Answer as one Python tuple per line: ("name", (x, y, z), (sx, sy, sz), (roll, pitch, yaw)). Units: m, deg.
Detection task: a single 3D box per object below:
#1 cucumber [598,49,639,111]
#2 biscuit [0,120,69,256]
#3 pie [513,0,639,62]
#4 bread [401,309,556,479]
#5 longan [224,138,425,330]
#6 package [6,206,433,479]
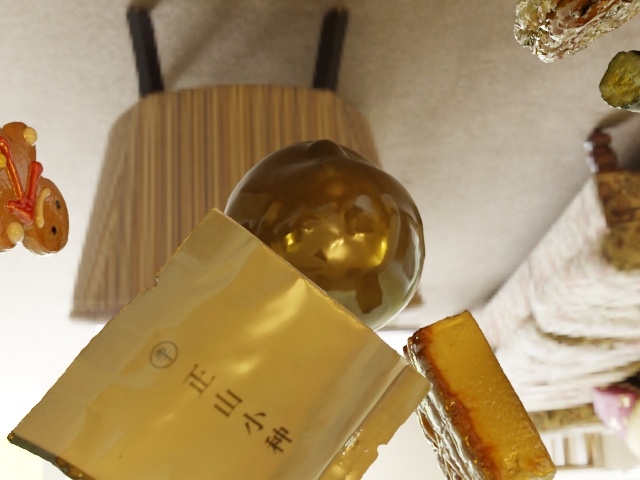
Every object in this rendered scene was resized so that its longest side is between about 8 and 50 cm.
("cucumber", (0.464, -0.166, 1.350), (0.300, 0.072, 0.072), (7, 159, -23))
("biscuit", (-0.425, -0.087, 1.571), (0.049, 0.205, 0.324), (-8, 143, 17))
("pie", (0.340, -0.302, 1.305), (0.308, 0.085, 0.308), (-30, 173, -4))
("bread", (0.208, 0.256, 1.643), (0.114, 0.275, 0.185), (-14, 150, -18))
("longan", (0.000, 0.000, 1.863), (0.361, 0.361, 0.361), (-2, 161, -1))
("package", (-0.059, 0.114, 0.797), (0.251, 0.204, 0.062), (42, 177, -34))
